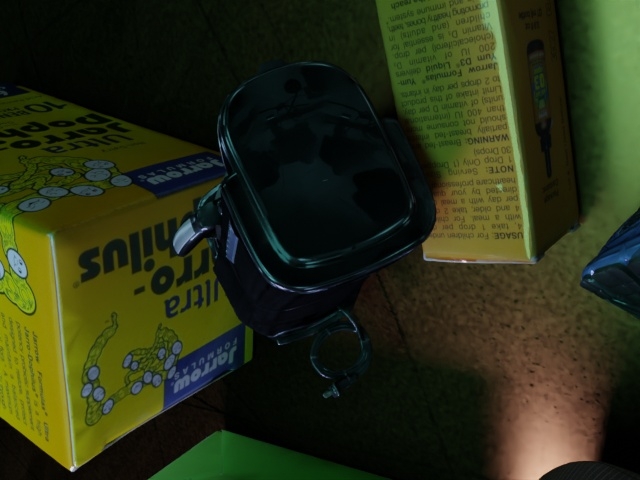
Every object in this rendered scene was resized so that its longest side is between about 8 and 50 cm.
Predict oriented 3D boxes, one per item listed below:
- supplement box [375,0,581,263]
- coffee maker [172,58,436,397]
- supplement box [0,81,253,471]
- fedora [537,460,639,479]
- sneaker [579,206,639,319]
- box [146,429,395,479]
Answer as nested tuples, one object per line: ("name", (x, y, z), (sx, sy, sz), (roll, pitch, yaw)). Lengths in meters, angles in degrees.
("supplement box", (0.083, -0.107, 0.398), (0.080, 0.078, 0.234), (-3, 105, 41))
("coffee maker", (0.000, 0.000, 0.448), (0.171, 0.120, 0.178), (43, 164, 1))
("supplement box", (-0.251, 0.000, 0.641), (0.356, 0.194, 0.195), (21, 120, 32))
("fedora", (0.183, 0.222, 0.408), (0.275, 0.124, 0.244), (41, 139, 4))
("sneaker", (0.191, -0.014, 0.321), (0.083, 0.087, 0.221), (31, 158, 5))
("box", (-0.015, 0.315, 0.625), (0.261, 0.126, 0.231), (4, 109, 38))
